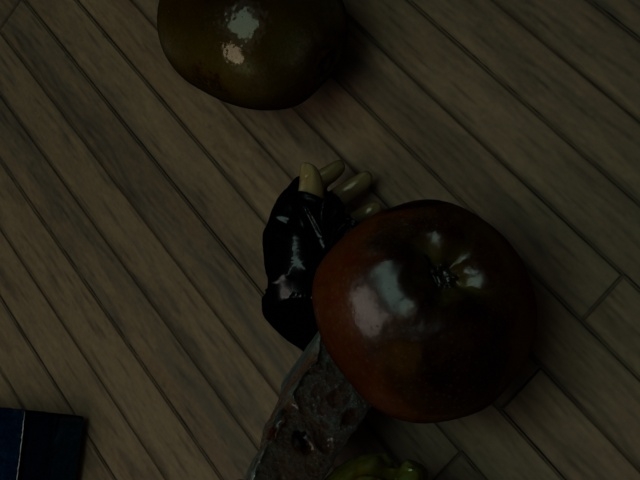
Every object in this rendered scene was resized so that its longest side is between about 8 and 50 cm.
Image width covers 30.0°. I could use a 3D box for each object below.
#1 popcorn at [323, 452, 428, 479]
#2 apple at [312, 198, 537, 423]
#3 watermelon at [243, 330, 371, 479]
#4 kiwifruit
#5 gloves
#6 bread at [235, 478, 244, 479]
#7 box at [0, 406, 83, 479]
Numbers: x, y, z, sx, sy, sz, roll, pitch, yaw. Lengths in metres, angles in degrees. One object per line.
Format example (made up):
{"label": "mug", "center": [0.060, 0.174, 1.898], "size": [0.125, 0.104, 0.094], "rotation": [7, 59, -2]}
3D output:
{"label": "popcorn", "center": [0.058, 0.324, 1.175], "size": [0.204, 0.183, 0.221], "rotation": [135, 137, -63]}
{"label": "apple", "center": [0.107, 0.067, 1.167], "size": [0.230, 0.230, 0.230], "rotation": [-9, 74, 32]}
{"label": "watermelon", "center": [-0.025, 0.201, 1.233], "size": [0.094, 0.241, 0.154], "rotation": [39, 127, -9]}
{"label": "kiwifruit", "center": [-0.076, -0.249, 1.398], "size": [0.234, 0.196, 0.196], "rotation": [35, 99, 37]}
{"label": "gloves", "center": [0.000, 0.000, 1.330], "size": [0.124, 0.164, 0.203], "rotation": [-5, 50, 19]}
{"label": "bread", "center": [-0.055, 0.344, 1.302], "size": [0.134, 0.085, 0.173], "rotation": [-30, 62, 48]}
{"label": "box", "center": [-0.451, 0.355, 1.554], "size": [0.261, 0.116, 0.279], "rotation": [0, 78, 33]}
